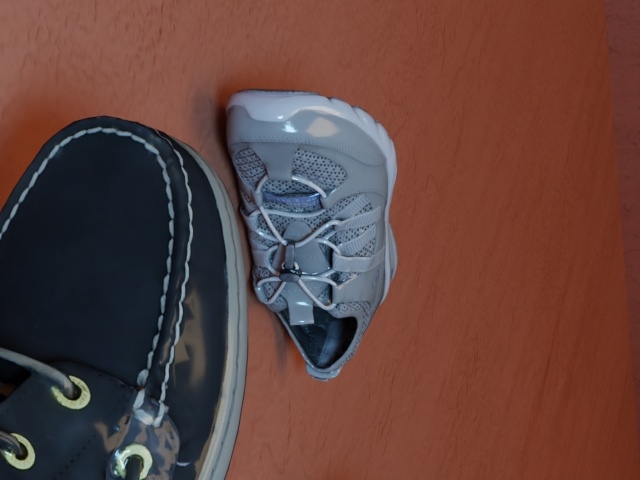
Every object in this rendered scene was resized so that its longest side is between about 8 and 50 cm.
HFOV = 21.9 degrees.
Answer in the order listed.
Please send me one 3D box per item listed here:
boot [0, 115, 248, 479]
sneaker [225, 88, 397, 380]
[{"bbox_3d":[-0.157,0.082,0.616,0.377,0.138,0.284,-70,157,-16],"label":"boot"},{"bbox_3d":[0.000,0.000,1.130,0.281,0.105,0.115,65,33,-55],"label":"sneaker"}]
